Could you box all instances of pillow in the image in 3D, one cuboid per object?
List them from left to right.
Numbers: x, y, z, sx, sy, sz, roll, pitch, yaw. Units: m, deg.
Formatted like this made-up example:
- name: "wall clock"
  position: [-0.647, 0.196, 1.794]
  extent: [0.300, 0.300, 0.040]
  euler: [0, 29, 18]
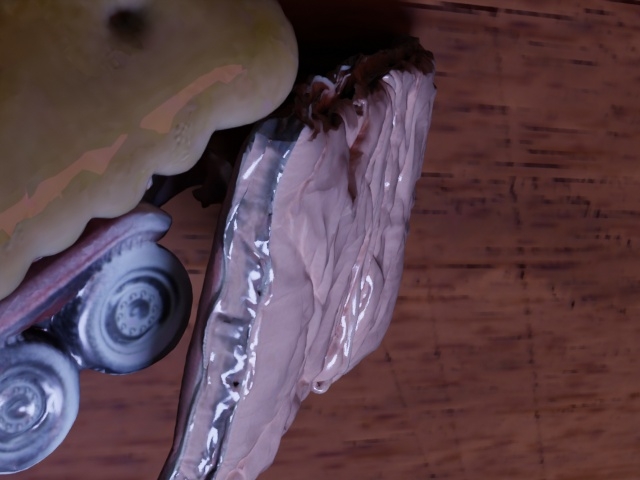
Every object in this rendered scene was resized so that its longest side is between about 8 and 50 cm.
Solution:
- name: "pillow"
  position: [0.000, 0.000, 0.626]
  extent: [0.232, 0.043, 0.126]
  euler: [-42, 146, -73]

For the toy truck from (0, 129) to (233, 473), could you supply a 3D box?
- name: "toy truck"
  position: [-0.144, 0.015, 0.550]
  extent: [0.270, 0.114, 0.135]
  euler: [-40, 128, -19]

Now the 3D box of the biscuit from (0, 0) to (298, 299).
- name: "biscuit"
  position: [-0.183, -0.037, 0.454]
  extent: [0.325, 0.044, 0.217]
  euler: [-36, 88, -19]
